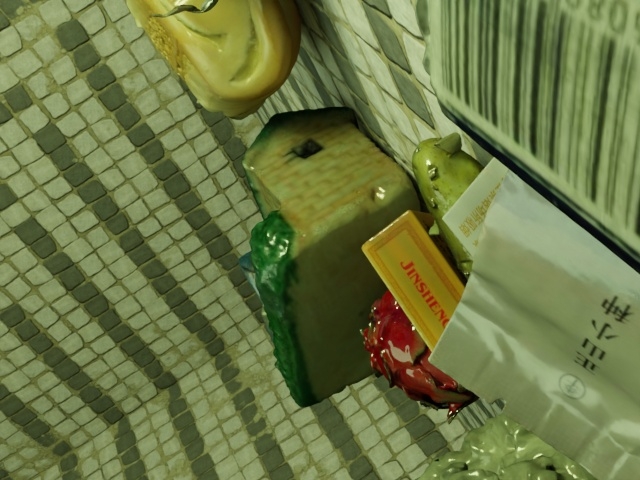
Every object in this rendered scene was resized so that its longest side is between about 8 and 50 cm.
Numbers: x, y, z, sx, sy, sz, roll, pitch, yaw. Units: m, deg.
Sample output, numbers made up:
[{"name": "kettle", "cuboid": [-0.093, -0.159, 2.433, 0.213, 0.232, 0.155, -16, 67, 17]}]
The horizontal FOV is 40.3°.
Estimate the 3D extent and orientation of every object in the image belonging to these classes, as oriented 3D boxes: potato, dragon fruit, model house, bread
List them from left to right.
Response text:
[{"name": "bread", "cuboid": [-0.149, -0.356, 1.303, 0.316, 0.211, 0.270, 49, 169, -2]}, {"name": "model house", "cuboid": [0.000, 0.000, 1.467, 0.343, 0.334, 0.382, 51, 163, 44]}, {"name": "dragon fruit", "cuboid": [0.184, 0.147, 1.285, 0.192, 0.273, 0.193, -53, -36, -54]}, {"name": "potato", "cuboid": [0.169, -0.010, 0.902, 0.226, 0.090, 0.117, 56, 176, -5]}]

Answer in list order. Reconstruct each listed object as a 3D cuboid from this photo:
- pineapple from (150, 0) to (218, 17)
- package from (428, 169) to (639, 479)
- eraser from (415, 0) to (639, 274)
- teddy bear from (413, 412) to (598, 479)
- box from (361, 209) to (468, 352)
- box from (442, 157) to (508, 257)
[{"name": "pineapple", "cuboid": [-0.168, -0.413, 1.061, 0.271, 0.262, 0.262, 41, 173, 10]}, {"name": "package", "cuboid": [0.190, 0.048, 0.550, 0.204, 0.062, 0.251, 38, 137, 22]}, {"name": "eraser", "cuboid": [0.160, -0.059, 0.340, 0.332, 0.101, 0.155, 49, 156, 45]}, {"name": "teddy bear", "cuboid": [0.267, 0.268, 0.712, 0.357, 0.225, 0.367, 14, -169, -9]}, {"name": "box", "cuboid": [0.161, 0.056, 1.053, 0.174, 0.076, 0.274, 57, -163, 12]}, {"name": "box", "cuboid": [0.205, 0.032, 0.649, 0.233, 0.067, 0.149, 53, 162, 10]}]
